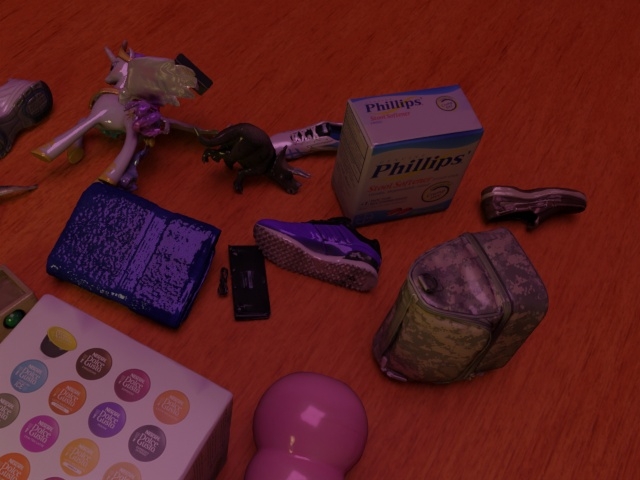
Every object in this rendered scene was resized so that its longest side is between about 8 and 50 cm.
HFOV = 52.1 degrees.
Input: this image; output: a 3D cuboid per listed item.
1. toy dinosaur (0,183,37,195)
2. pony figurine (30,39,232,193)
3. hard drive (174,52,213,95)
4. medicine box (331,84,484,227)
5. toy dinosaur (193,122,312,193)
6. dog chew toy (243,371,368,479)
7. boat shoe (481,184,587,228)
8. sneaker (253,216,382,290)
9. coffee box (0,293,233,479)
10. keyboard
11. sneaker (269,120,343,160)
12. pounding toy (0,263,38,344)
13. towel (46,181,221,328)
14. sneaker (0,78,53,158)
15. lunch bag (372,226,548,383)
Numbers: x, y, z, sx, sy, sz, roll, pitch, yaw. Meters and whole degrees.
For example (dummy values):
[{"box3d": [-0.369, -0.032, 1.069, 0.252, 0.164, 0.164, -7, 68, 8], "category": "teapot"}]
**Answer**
[{"box3d": [-0.753, -0.074, 1.408, 0.268, 0.064, 0.118, -8, 52, -17], "category": "toy dinosaur"}, {"box3d": [-0.423, -0.282, 1.494, 0.350, 0.303, 0.364, 21, 71, 16], "category": "pony figurine"}, {"box3d": [-0.291, -0.373, 1.476, 0.094, 0.135, 0.022, 41, 84, -17], "category": "hard drive"}, {"box3d": [0.184, -0.187, 1.479, 0.263, 0.289, 0.149, -11, 59, -15], "category": "medicine box"}, {"box3d": [-0.171, -0.210, 1.494, 0.160, 0.313, 0.121, -33, 48, 16], "category": "toy dinosaur"}, {"box3d": [-0.038, 0.401, 1.124, 0.206, 0.207, 0.332, 15, 64, 2], "category": "dog chew toy"}, {"box3d": [0.516, -0.071, 1.583, 0.257, 0.095, 0.095, 2, 70, 0], "category": "boat shoe"}, {"box3d": [0.000, 0.001, 1.452, 0.293, 0.102, 0.146, 21, 53, -1], "category": "sneaker"}, {"box3d": [-0.363, 0.352, 1.016, 0.337, 0.338, 0.334, 26, 56, 9], "category": "coffee box"}, {"box3d": [-0.169, 0.088, 1.409, 0.108, 0.023, 0.180, 0, 56, -16], "category": "keyboard"}, {"box3d": [-0.022, -0.257, 1.620, 0.237, 0.086, 0.085, -10, 61, -13], "category": "sneaker"}, {"box3d": [-0.618, 0.148, 1.271, 0.141, 0.100, 0.130, 34, 57, 26], "category": "pounding toy"}, {"box3d": [-0.383, 0.028, 1.363, 0.308, 0.076, 0.228, 22, 73, 4], "category": "towel"}, {"box3d": [-0.768, -0.277, 1.528, 0.129, 0.111, 0.297, 20, 51, 24], "category": "sneaker"}, {"box3d": [0.249, 0.143, 1.272, 0.255, 0.305, 0.213, -8, 56, -18], "category": "lunch bag"}]
